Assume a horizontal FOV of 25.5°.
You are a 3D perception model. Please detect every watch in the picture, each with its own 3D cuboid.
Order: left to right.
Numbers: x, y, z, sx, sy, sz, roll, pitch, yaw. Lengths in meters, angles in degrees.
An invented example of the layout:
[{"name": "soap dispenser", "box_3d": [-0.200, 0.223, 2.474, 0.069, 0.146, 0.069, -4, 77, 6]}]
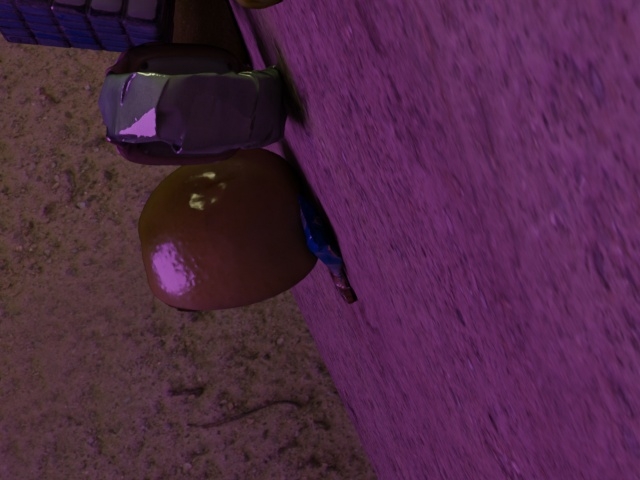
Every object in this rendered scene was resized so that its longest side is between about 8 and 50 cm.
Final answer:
[{"name": "watch", "box_3d": [-0.148, -0.169, 1.754, 0.241, 0.253, 0.162, 8, 102, 55]}]

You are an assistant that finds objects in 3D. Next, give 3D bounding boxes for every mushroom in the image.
[{"name": "mushroom", "box_3d": [0.026, 0.054, 2.082, 0.049, 0.019, 0.101, 74, 170, -54]}]

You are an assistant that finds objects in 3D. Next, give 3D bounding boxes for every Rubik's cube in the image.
[{"name": "Rubik's cube", "box_3d": [-0.304, -0.383, 1.840, 0.237, 0.237, 0.238, 128, 149, -85]}]

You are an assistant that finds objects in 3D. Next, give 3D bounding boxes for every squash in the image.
[{"name": "squash", "box_3d": [-0.168, -0.386, 2.072, 0.189, 0.189, 0.260, -131, 53, -74]}]

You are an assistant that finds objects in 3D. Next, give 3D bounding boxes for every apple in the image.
[{"name": "apple", "box_3d": [-0.141, -0.019, 2.124, 0.295, 0.258, 0.233, -38, -68, -87]}]

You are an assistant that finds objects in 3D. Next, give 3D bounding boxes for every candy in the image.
[{"name": "candy", "box_3d": [0.000, 0.000, 2.012, 0.088, 0.038, 0.136, 67, -174, 33]}]

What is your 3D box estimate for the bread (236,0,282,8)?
[{"name": "bread", "box_3d": [-0.064, -0.266, 1.194, 0.139, 0.071, 0.130, 64, 178, 7]}]
